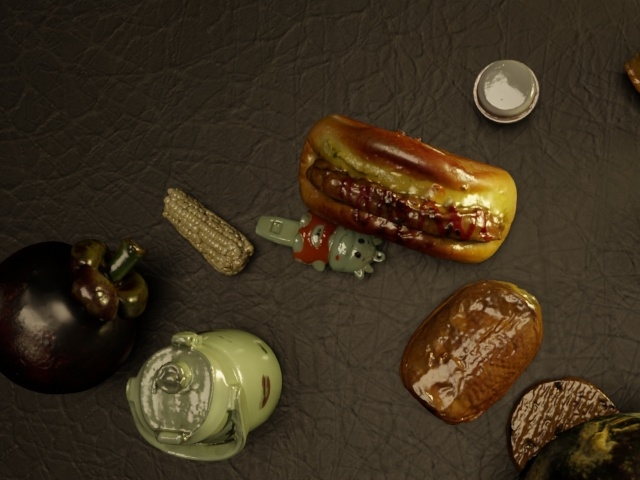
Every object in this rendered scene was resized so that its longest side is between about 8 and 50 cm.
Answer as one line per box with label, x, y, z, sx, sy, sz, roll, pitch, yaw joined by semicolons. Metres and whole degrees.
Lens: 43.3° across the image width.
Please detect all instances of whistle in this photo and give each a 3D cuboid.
whistle;0.001;-0.001;1.521;0.253;0.105;0.101;16;47;12

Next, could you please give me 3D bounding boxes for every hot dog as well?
hot dog;0.143;-0.090;1.423;0.406;0.223;0.185;19;100;8
hot dog;0.272;0.192;1.442;0.196;0.122;0.272;40;88;9

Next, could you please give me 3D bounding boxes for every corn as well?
corn;-0.225;-0.015;1.572;0.211;0.087;0.087;37;91;15

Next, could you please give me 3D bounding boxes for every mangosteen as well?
mangosteen;-0.468;0.139;1.480;0.314;0.297;0.296;-11;81;47

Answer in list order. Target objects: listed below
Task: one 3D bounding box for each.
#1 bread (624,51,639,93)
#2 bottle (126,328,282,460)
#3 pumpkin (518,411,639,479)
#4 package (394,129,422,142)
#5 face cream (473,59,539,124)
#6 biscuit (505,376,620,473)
bread;0.720;-0.300;1.372;0.340;0.194;0.178;-17;80;4
bottle;-0.201;0.267;1.400;0.229;0.352;0.229;-1;86;9
pumpkin;0.490;0.480;1.244;0.455;0.344;0.454;-7;110;-20
package;0.157;-0.153;1.539;0.077;0.033;0.110;15;92;1
face cream;0.340;-0.270;1.483;0.117;0.104;0.117;-1;85;9
biscuit;0.436;0.349;1.438;0.212;0.036;0.212;-1;86;11
